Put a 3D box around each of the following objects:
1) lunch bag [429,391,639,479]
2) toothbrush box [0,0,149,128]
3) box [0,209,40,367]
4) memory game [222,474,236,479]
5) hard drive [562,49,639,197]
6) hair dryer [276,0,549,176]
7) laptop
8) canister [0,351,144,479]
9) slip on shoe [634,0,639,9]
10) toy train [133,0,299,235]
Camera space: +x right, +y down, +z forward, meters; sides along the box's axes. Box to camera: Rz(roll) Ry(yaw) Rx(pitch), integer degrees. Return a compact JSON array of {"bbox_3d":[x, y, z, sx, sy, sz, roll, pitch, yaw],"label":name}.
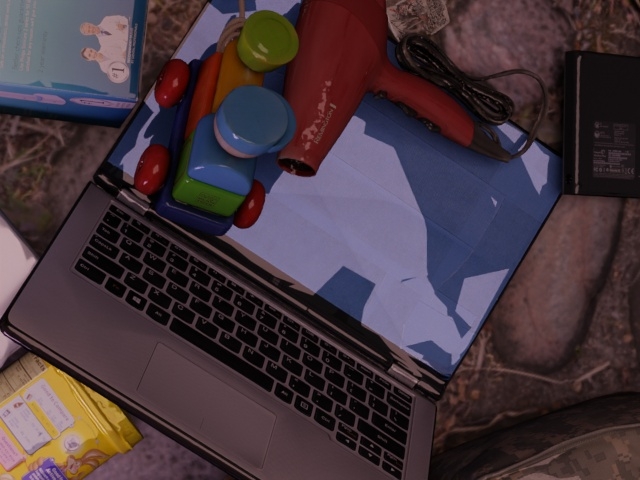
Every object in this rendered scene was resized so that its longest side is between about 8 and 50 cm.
[{"bbox_3d":[0.255,0.222,1.317,0.287,0.235,0.169,-20,88,-11],"label":"lunch bag"},{"bbox_3d":[-0.295,-0.177,1.223,0.295,0.216,0.126,5,88,-10],"label":"toothbrush box"},{"bbox_3d":[-0.332,0.039,1.261,0.181,0.119,0.182,-40,97,-10],"label":"box"},{"bbox_3d":[-0.001,0.234,1.379,0.186,0.012,0.186,0,89,-11],"label":"memory game"},{"bbox_3d":[0.271,-0.109,1.420,0.094,0.022,0.135,2,89,-30],"label":"hard drive"},{"bbox_3d":[0.072,-0.143,1.322,0.293,0.080,0.223,-30,89,-28],"label":"hair dryer"},{"bbox_3d":[0.000,0.000,1.276,0.382,0.408,0.236,33,117,-8],"label":"laptop"},{"bbox_3d":[-0.258,0.172,1.298,0.170,0.073,0.126,-36,97,-8],"label":"canister"},{"bbox_3d":[0.365,-0.217,1.414,0.123,0.101,0.331,-16,91,-9],"label":"slip on shoe"},{"bbox_3d":[-0.063,-0.141,1.215,0.105,0.143,0.248,20,58,-18],"label":"toy train"}]
